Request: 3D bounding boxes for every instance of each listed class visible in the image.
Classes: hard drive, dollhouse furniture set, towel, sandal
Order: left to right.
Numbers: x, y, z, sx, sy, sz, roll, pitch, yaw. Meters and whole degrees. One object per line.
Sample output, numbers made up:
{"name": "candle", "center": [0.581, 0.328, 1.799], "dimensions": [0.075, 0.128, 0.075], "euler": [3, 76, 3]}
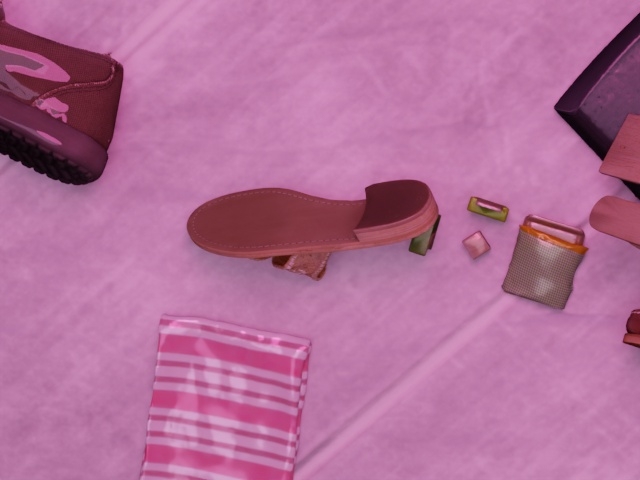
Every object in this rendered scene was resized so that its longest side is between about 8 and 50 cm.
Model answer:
{"name": "towel", "center": [-0.091, 0.173, 1.647], "dimensions": [0.144, 0.029, 0.197], "euler": [9, 95, 6]}
{"name": "sandal", "center": [-0.002, 0.005, 1.598], "dimensions": [0.240, 0.088, 0.079], "euler": [-6, 131, 26]}
{"name": "dollhouse furniture set", "center": [0.158, 0.008, 1.589], "dimensions": [0.152, 0.058, 0.076], "euler": [18, 96, 6]}
{"name": "dollhouse furniture set", "center": [0.313, -0.002, 1.520], "dimensions": [0.151, 0.123, 0.144], "euler": [30, 86, -31]}
{"name": "hard drive", "center": [0.347, -0.146, 1.556], "dimensions": [0.255, 0.054, 0.172], "euler": [-43, 88, 8]}

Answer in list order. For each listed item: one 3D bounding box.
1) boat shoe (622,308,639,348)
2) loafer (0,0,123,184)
{"name": "boat shoe", "center": [0.368, 0.076, 1.564], "dimensions": [0.207, 0.073, 0.073], "euler": [8, 88, -1]}
{"name": "loafer", "center": [-0.336, -0.184, 1.619], "dimensions": [0.366, 0.134, 0.130], "euler": [30, 74, -5]}
